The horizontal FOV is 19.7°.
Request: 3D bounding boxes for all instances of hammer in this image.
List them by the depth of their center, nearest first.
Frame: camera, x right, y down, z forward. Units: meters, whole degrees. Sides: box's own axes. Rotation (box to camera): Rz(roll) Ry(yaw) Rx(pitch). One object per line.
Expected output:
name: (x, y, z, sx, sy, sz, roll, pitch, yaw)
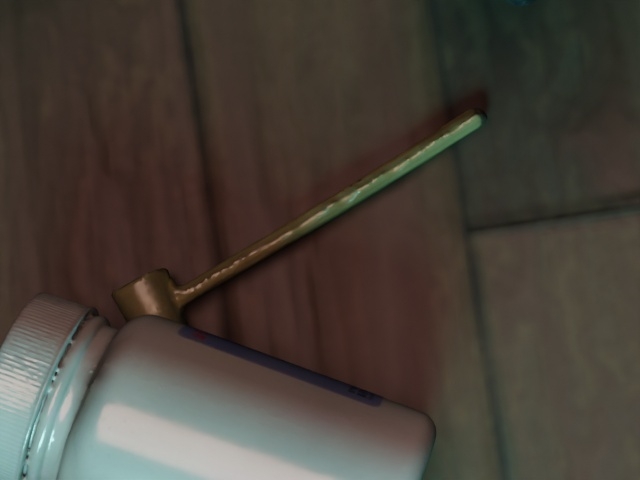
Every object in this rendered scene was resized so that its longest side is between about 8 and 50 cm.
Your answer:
hammer: (0.000, 0.000, 0.865, 0.195, 0.028, 0.060, -31, 87, 0)

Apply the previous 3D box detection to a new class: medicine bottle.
medicine bottle: (-0.051, 0.094, 0.807, 0.187, 0.103, 0.102, 19, 84, 5)

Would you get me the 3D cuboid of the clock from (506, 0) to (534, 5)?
clock: (0.153, -0.260, 0.708, 0.076, 0.386, 0.386, 35, 87, 4)
